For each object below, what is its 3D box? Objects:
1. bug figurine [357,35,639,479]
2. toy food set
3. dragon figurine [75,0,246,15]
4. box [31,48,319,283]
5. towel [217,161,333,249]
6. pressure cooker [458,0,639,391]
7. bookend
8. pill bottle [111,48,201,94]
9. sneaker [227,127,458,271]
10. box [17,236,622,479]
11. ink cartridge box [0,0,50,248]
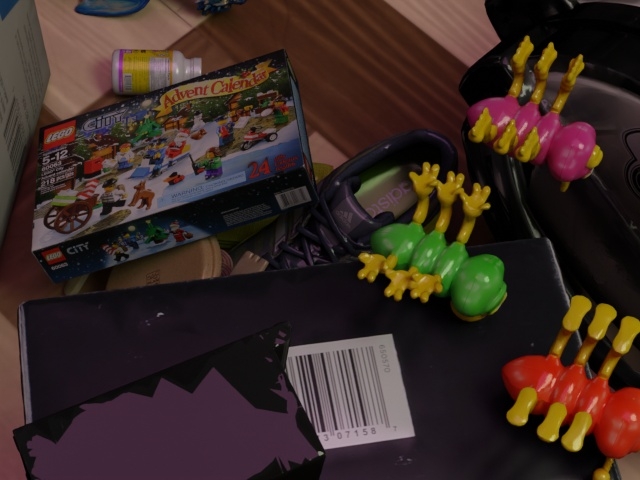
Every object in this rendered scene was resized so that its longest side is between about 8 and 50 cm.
[{"bbox_3d":[0.155,-0.002,0.756,0.216,0.072,0.279,29,66,17],"label":"bug figurine"},{"bbox_3d":[-0.125,0.037,1.042,0.192,0.038,0.132,29,84,43],"label":"toy food set"},{"bbox_3d":[-0.206,-0.275,1.217,0.289,0.144,0.085,-2,62,16],"label":"dragon figurine"},{"bbox_3d":[-0.125,-0.065,1.052,0.233,0.044,0.159,-17,45,7],"label":"box"},{"bbox_3d":[-0.109,-0.043,1.137,0.237,0.021,0.102,7,62,-2],"label":"towel"},{"bbox_3d":[0.326,-0.062,0.999,0.420,0.375,0.370,-38,51,-22],"label":"pressure cooker"},{"bbox_3d":[-0.057,0.147,0.652,0.157,0.072,0.156,-22,66,-17],"label":"bookend"},{"bbox_3d":[-0.154,-0.159,1.182,0.083,0.043,0.043,1,61,-6],"label":"pill bottle"},{"bbox_3d":[0.000,0.000,1.047,0.300,0.121,0.111,-43,82,-13],"label":"sneaker"},{"bbox_3d":[-0.016,0.163,0.867,0.343,0.312,0.178,-6,61,-9],"label":"box"},{"bbox_3d":[-0.348,-0.065,0.975,0.166,0.285,0.394,7,61,0],"label":"ink cartridge box"}]
